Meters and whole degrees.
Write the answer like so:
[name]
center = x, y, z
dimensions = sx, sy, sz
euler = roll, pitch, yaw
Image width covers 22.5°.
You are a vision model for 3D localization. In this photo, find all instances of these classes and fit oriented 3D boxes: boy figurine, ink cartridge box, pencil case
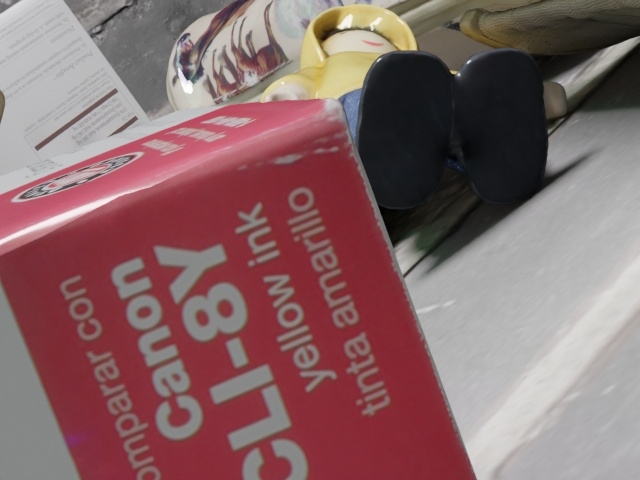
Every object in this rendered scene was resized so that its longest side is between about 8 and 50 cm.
[boy figurine]
center = 0.051, -0.083, 0.933
dimensions = 0.177, 0.092, 0.285
euler = -2, 14, -8
[ink cartridge box]
center = -0.171, 0.096, 0.483
dimensions = 0.385, 0.160, 0.279
euler = -22, 9, -10
[pencil case]
center = 0.051, -0.162, 1.181
dimensions = 0.183, 0.159, 0.410
euler = -25, 0, -43

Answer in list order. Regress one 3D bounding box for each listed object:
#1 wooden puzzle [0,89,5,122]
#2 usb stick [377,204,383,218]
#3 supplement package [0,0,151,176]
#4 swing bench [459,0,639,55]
[wooden puzzle]
center = -0.290, 0.097, 1.046
dimensions = 0.348, 0.081, 0.322
euler = -27, 47, 55
[usb stick]
center = 0.000, 0.000, 0.926
dimensions = 0.077, 0.045, 0.278
euler = -26, 12, 11
[supplement package]
center = -0.193, -0.034, 1.158
dimensions = 0.134, 0.244, 0.139
euler = -41, 10, -33
[swing bench]
center = 0.135, -0.200, 0.827
dimensions = 0.165, 0.254, 0.253
euler = -41, 10, -9
